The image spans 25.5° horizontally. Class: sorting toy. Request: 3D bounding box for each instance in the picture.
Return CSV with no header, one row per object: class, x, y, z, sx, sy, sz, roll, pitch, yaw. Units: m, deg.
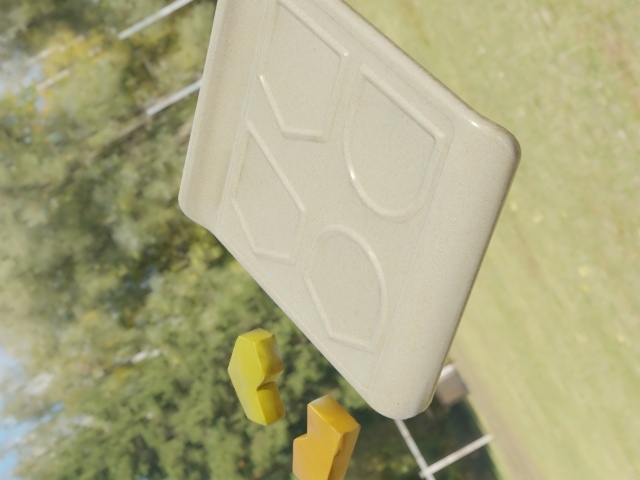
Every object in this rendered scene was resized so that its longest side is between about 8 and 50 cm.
sorting toy,0.000,0.000,0.868,0.229,0.041,0.307,42,134,31
